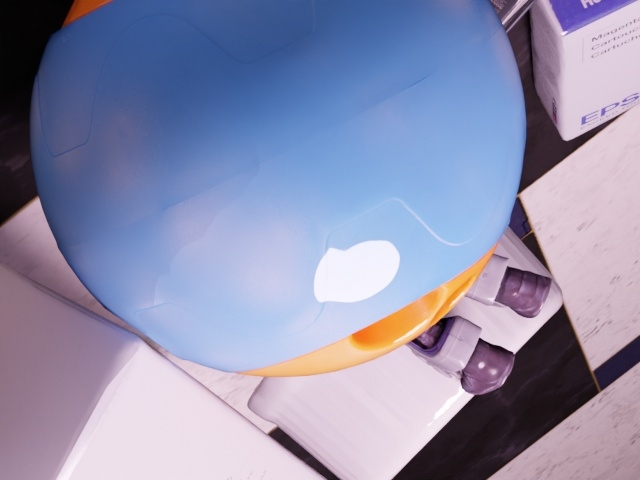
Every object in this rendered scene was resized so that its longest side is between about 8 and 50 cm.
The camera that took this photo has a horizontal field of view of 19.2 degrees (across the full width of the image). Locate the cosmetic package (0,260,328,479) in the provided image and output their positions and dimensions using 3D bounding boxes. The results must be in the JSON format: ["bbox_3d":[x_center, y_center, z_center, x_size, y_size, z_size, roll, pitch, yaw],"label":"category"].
[{"bbox_3d":[-0.173,0.145,1.302,0.161,0.230,0.453,-61,158,-9],"label":"cosmetic package"}]

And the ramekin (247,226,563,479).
[{"bbox_3d":[0.081,0.090,1.627,0.277,0.135,0.277,-45,174,-6],"label":"ramekin"}]

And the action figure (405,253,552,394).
[{"bbox_3d":[0.023,0.017,1.418,0.185,0.285,0.099,-64,-166,-3],"label":"action figure"}]

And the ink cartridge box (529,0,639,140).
[{"bbox_3d":[0.318,-0.223,1.474,0.324,0.071,0.330,-27,164,0],"label":"ink cartridge box"}]

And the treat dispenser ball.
[{"bbox_3d":[-0.024,-0.063,1.107,0.288,0.288,0.288,-31,156,-16],"label":"treat dispenser ball"}]

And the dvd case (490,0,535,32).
[{"bbox_3d":[0.094,-0.127,1.302,0.238,0.029,0.179,-50,178,39],"label":"dvd case"}]
